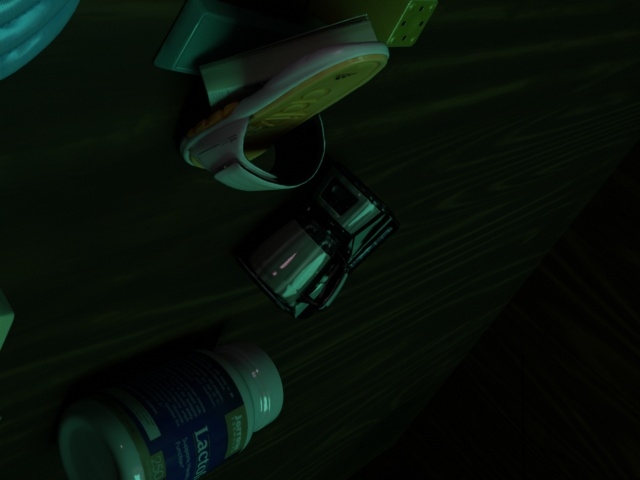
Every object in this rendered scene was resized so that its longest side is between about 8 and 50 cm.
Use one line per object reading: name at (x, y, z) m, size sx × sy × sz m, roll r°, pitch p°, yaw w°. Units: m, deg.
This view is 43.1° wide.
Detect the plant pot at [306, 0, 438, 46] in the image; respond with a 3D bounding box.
plant pot at (0.054, -0.216, 0.727) m, size 0.081 × 0.083 × 0.081 m, roll -17°, pitch 147°, yaw -50°

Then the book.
book at (-0.027, -0.139, 0.696) m, size 0.144 × 0.035 × 0.096 m, roll -17°, pitch 172°, yaw -6°

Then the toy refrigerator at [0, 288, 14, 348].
toy refrigerator at (-0.340, 0.124, 0.627) m, size 0.102 × 0.094 × 0.269 m, roll -6°, pitch 137°, yaw -48°

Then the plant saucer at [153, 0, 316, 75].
plant saucer at (-0.061, -0.164, 0.706) m, size 0.067 × 0.018 × 0.192 m, roll -54°, pitch 158°, yaw 23°

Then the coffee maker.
coffee maker at (0.000, 0.000, 1.019) m, size 0.178 × 0.120 × 0.171 m, roll -44°, pitch -178°, yaw 2°

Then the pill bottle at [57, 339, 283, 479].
pill bottle at (-0.180, 0.227, 1.025) m, size 0.264 × 0.153 × 0.153 m, roll -22°, pitch 149°, yaw -47°

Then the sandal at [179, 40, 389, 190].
sandal at (-0.034, -0.084, 0.682) m, size 0.102 × 0.076 × 0.265 m, roll -12°, pitch 174°, yaw -35°

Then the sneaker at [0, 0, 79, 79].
sneaker at (-0.231, -0.121, 0.331) m, size 0.319 × 0.127 × 0.208 m, roll -16°, pitch 165°, yaw -26°
